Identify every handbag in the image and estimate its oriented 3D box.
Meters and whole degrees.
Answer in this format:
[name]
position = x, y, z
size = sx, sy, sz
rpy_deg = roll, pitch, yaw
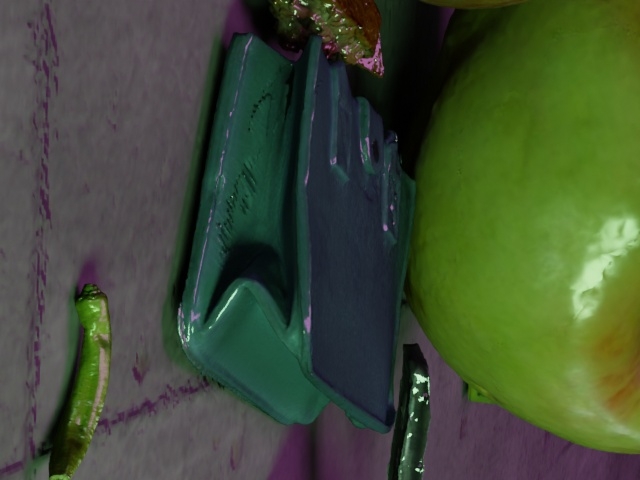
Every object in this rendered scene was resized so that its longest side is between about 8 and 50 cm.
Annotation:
[handbag]
position = 0.000, 0.000, 0.899
size = 0.229, 0.062, 0.179
rpy_deg = 51, 45, -68

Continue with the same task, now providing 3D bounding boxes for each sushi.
[sushi]
position = 0.000, -0.117, 0.883
size = 0.120, 0.052, 0.055
rpy_deg = 34, 63, -70

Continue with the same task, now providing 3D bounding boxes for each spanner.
[spanner]
position = 0.040, 0.213, 1.040
size = 0.093, 0.026, 0.325
rpy_deg = -119, -147, -66

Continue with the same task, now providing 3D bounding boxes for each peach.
[peach]
position = 0.188, -0.037, 1.093
size = 0.315, 0.281, 0.314
rpy_deg = -103, -155, -68

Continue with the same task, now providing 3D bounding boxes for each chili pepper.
[chili pepper]
position = -0.096, 0.058, 0.690
size = 0.030, 0.017, 0.083
rpy_deg = 44, 50, -67

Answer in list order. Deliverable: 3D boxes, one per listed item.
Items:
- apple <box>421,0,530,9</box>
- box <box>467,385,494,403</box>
[apple]
position = 0.093, -0.243, 0.909
size = 0.261, 0.194, 0.260
rpy_deg = 6, 90, -65
[box]
position = 0.168, 0.013, 1.432
size = 0.141, 0.064, 0.220
rpy_deg = -28, 123, -69
